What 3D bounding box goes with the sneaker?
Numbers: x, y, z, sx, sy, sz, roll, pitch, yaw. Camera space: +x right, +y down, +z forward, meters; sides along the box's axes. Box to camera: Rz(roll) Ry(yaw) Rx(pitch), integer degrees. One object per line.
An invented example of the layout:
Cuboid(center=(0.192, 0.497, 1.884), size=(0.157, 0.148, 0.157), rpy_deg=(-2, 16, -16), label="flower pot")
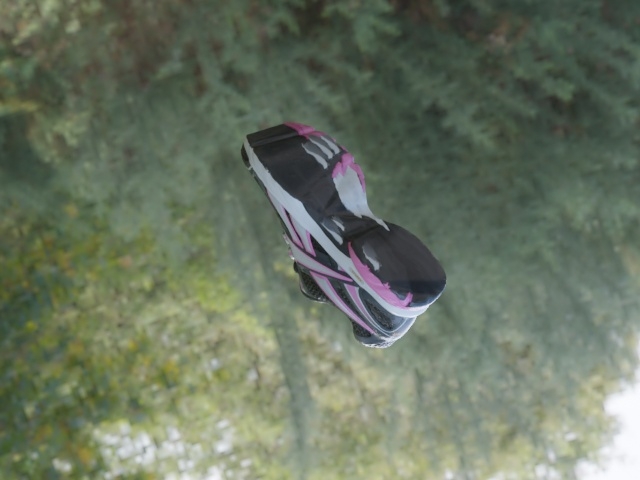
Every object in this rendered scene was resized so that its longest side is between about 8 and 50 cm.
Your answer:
Cuboid(center=(0.000, 0.000, 0.924), size=(0.072, 0.178, 0.077), rpy_deg=(-11, 142, -38), label="sneaker")
